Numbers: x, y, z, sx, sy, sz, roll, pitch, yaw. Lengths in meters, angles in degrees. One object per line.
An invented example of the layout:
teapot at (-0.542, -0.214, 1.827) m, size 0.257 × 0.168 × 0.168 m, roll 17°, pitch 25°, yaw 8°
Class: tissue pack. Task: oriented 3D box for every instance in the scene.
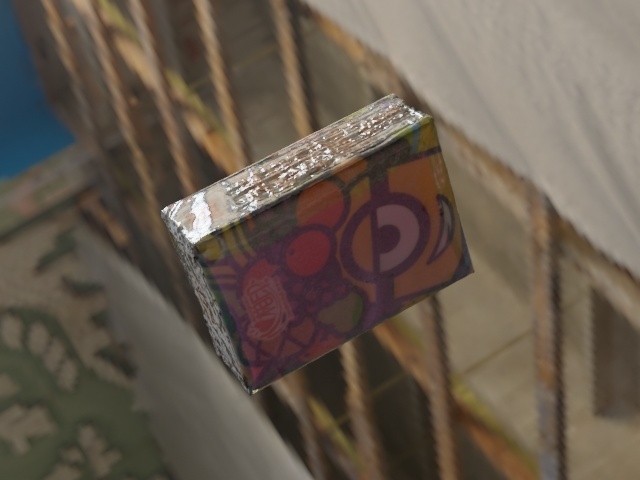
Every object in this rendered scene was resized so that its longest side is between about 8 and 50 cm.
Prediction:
tissue pack at (0.000, 0.000, 0.543) m, size 0.035 × 0.083 × 0.063 m, roll 48°, pitch -20°, yaw 52°
